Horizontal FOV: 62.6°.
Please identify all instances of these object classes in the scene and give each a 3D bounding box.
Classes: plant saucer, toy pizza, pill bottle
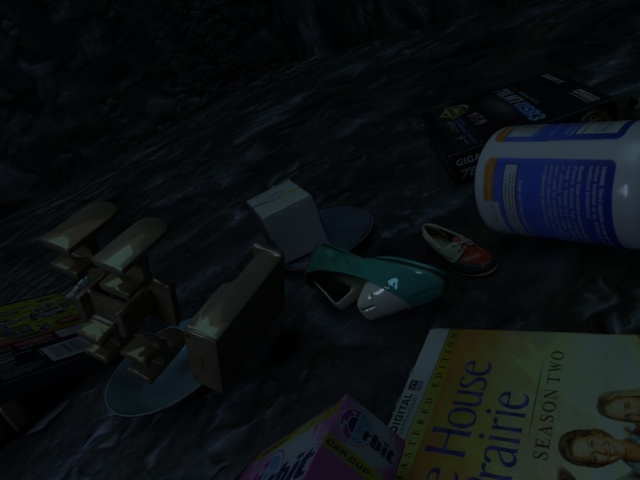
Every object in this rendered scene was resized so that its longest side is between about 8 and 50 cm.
[{"bbox_3d":[-0.203,0.182,0.741,0.195,0.037,0.195,-19,25,9],"label":"plant saucer"},{"bbox_3d":[0.000,0.000,0.934,0.201,0.032,0.201,-17,25,9],"label":"toy pizza"},{"bbox_3d":[0.345,-0.069,0.647,0.152,0.152,0.272,-38,30,-29],"label":"pill bottle"}]

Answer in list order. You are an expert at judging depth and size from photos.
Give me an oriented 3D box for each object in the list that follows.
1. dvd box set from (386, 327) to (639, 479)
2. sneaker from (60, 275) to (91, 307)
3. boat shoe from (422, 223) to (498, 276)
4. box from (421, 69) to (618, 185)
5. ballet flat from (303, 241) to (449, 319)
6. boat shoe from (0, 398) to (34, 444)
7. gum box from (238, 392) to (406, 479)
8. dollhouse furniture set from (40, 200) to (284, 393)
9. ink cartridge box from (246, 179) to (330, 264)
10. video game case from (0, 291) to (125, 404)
[{"bbox_3d":[0.234,0.183,0.351,0.421,0.062,0.307,-4,31,34],"label":"dvd box set"},{"bbox_3d":[-0.525,0.138,1.082,0.166,0.065,0.076,-39,13,-37],"label":"sneaker"},{"bbox_3d":[0.192,0.011,0.743,0.049,0.043,0.137,-29,27,-16],"label":"boat shoe"},{"bbox_3d":[0.372,-0.236,1.046,0.294,0.073,0.295,-19,26,11],"label":"box"},{"bbox_3d":[0.064,0.064,0.724,0.247,0.083,0.087,12,66,50],"label":"ballet flat"},{"bbox_3d":[-0.565,0.240,0.837,0.104,0.110,0.307,-38,29,-31],"label":"boat shoe"},{"bbox_3d":[-0.026,0.211,0.415,0.188,0.062,0.107,-48,3,42],"label":"gum box"},{"bbox_3d":[-0.189,0.064,0.685,0.242,0.212,0.161,19,43,17],"label":"dollhouse furniture set"},{"bbox_3d":[-0.060,-0.037,0.908,0.090,0.092,0.143,-27,24,-10],"label":"ink cartridge box"},{"bbox_3d":[-0.491,0.167,0.823,0.248,0.035,0.275,20,22,36],"label":"video game case"}]
